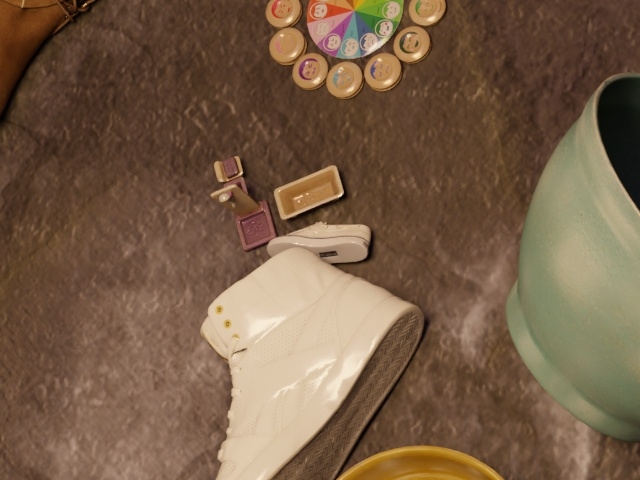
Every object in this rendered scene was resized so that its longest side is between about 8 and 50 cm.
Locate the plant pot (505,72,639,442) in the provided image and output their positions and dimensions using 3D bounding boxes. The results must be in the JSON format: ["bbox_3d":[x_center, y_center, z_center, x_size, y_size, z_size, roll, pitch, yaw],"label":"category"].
[{"bbox_3d":[0.272,0.037,1.569,0.196,0.293,0.293,-48,59,31],"label":"plant pot"}]

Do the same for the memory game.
[{"bbox_3d":[0.032,-0.223,1.875,0.186,0.012,0.186,-7,71,20],"label":"memory game"}]

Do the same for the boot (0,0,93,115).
[{"bbox_3d":[-0.281,-0.246,1.962,0.115,0.112,0.305,16,77,14],"label":"boot"}]

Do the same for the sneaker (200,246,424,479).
[{"bbox_3d":[-0.055,0.144,1.746,0.169,0.108,0.292,30,76,28],"label":"sneaker"}]

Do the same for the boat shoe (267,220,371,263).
[{"bbox_3d":[0.000,0.000,1.808,0.100,0.035,0.035,-5,44,24],"label":"boat shoe"}]

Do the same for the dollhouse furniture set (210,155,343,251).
[{"bbox_3d":[-0.046,-0.060,1.814,0.114,0.081,0.091,-22,66,14],"label":"dollhouse furniture set"}]

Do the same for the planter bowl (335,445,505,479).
[{"bbox_3d":[0.092,0.286,1.642,0.217,0.090,0.217,-6,72,20],"label":"planter bowl"}]
